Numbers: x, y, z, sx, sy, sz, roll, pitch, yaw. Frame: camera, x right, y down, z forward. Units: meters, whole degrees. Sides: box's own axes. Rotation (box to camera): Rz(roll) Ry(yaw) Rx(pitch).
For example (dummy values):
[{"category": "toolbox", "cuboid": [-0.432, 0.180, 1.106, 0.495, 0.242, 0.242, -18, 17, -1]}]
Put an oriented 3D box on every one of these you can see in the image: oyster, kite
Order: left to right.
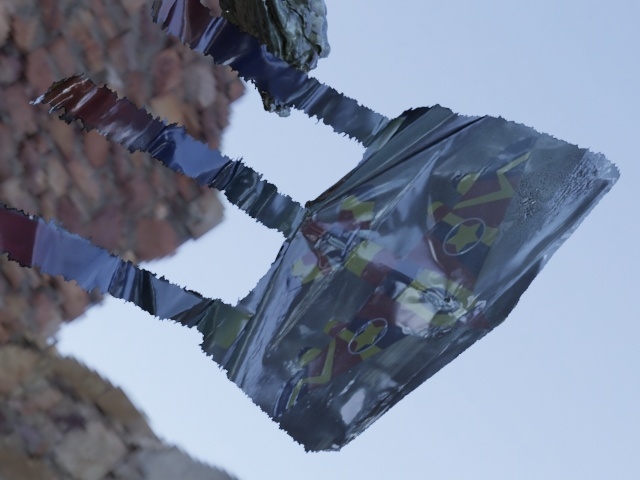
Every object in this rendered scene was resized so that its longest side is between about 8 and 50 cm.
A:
[{"category": "oyster", "cuboid": [-0.035, -0.167, 1.115, 0.125, 0.064, 0.177, 58, -23, 21]}, {"category": "kite", "cuboid": [-0.001, -0.001, 0.427, 0.015, 0.141, 0.245, 47, 11, 31]}]
